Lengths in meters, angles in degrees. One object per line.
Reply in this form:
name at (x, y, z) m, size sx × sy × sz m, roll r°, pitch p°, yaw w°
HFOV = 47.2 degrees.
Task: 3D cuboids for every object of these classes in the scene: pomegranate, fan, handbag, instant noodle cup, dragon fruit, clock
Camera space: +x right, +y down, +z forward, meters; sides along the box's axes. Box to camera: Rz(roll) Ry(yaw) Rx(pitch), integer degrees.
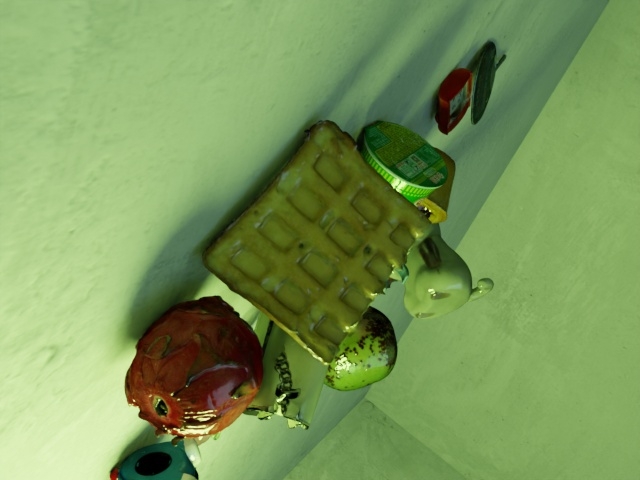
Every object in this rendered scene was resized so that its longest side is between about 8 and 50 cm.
pomegranate at (0.085, 0.277, 2.196) m, size 0.285 × 0.285 × 0.340 m, roll -42°, pitch 134°, yaw -34°
fan at (0.461, -0.467, 2.011) m, size 0.294 × 0.012 × 0.223 m, roll -65°, pitch 156°, yaw -21°
handbag at (-0.044, 0.182, 1.451) m, size 0.236 × 0.160 × 0.358 m, roll 128°, pitch -20°, yaw -70°
instant noodle cup at (0.132, -0.113, 1.622) m, size 0.207 × 0.207 × 0.232 m, roll -34°, pitch 163°, yaw -49°
dragon fruit at (-0.211, 0.219, 1.264) m, size 0.241 × 0.241 × 0.252 m, roll -56°, pitch 180°, yaw 9°
clock at (0.337, -0.360, 1.879) m, size 0.113 × 0.061 × 0.155 m, roll -51°, pitch 160°, yaw -15°

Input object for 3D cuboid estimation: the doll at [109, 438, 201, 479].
doll at (-0.349, 0.614, 1.610) m, size 0.284 × 0.240 × 0.309 m, roll -78°, pitch 166°, yaw -67°

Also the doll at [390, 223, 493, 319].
doll at (0.297, 0.062, 2.129) m, size 0.226 × 0.370 × 0.215 m, roll -27°, pitch 153°, yaw -22°

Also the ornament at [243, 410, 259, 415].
ornament at (-0.126, 0.283, 1.663) m, size 0.106 × 0.261 × 0.251 m, roll 38°, pitch 65°, yaw -40°

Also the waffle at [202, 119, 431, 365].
waffle at (0.000, 0.000, 1.309) m, size 0.348 × 0.304 × 0.077 m, roll -50°, pitch -172°, yaw -14°

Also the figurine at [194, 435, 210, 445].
figurine at (-0.297, 0.459, 1.786) m, size 0.071 × 0.067 × 0.083 m, roll -65°, pitch 162°, yaw -53°

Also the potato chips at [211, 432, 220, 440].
potato chips at (-0.273, 0.471, 1.945) m, size 0.092 × 0.028 × 0.207 m, roll -26°, pitch 147°, yaw -55°

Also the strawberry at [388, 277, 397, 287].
strawberry at (0.180, 0.094, 2.314) m, size 0.174 × 0.098 × 0.228 m, roll -44°, pitch 157°, yaw 27°

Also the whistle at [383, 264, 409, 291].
whistle at (0.154, 0.048, 2.020) m, size 0.269 × 0.180 × 0.093 m, roll -90°, pitch -157°, yaw -54°

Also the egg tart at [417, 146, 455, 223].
egg tart at (0.237, -0.139, 1.828) m, size 0.215 × 0.215 × 0.170 m, roll 64°, pitch 49°, yaw -72°
